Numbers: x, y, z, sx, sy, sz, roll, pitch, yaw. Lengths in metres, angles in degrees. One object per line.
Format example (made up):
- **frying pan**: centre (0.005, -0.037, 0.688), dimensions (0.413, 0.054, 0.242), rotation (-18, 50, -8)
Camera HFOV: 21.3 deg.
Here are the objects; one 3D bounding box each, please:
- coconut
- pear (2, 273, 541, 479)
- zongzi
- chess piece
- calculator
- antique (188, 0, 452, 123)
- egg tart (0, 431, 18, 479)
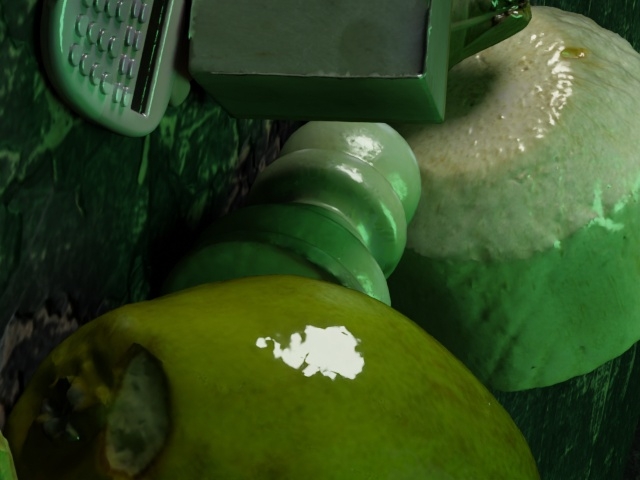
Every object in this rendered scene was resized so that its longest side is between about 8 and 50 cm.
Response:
- **coconut**: centre (0.160, -0.023, 1.390), dimensions (0.329, 0.329, 0.329), rotation (10, 90, -71)
- **pear**: centre (-0.020, 0.153, 0.945), dimensions (0.321, 0.269, 0.269), rotation (23, 73, -27)
- **zongzi**: centre (0.073, -0.127, 1.256), dimensions (0.078, 0.160, 0.176), rotation (-31, 127, -72)
- **chess piece**: centre (0.000, 0.000, 1.158), dimensions (0.251, 0.144, 0.144), rotation (-60, 154, -56)
- **calculator**: centre (-0.109, -0.112, 0.943), dimensions (0.166, 0.024, 0.103), rotation (25, 75, -68)
- **antique**: centre (0.007, -0.154, 1.037), dimensions (0.148, 0.147, 0.152), rotation (44, 50, -75)
- **egg tart**: centre (-0.211, 0.159, 0.690), dimensions (0.279, 0.095, 0.279), rotation (12, 90, -77)
